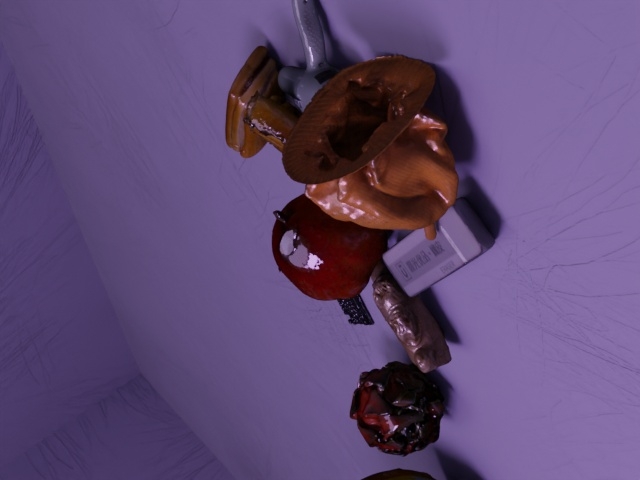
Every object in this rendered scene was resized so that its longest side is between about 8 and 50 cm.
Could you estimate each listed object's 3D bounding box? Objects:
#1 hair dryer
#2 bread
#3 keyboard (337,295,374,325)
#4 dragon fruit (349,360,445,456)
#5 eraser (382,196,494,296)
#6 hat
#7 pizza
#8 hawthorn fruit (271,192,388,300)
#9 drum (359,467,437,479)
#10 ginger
[{"bbox_3d":[-0.029,-0.295,1.713,0.229,0.092,0.267,177,75,-73],"label":"hair dryer"},{"bbox_3d":[-0.110,-0.227,1.913,0.077,0.116,0.200,32,157,8],"label":"bread"},{"bbox_3d":[0.030,0.064,2.151,0.072,0.023,0.231,7,128,61],"label":"keyboard"},{"bbox_3d":[0.140,0.304,2.059,0.182,0.182,0.189,47,163,24],"label":"dragon fruit"},{"bbox_3d":[0.172,0.014,1.711,0.089,0.061,0.352,55,159,4],"label":"eraser"},{"bbox_3d":[0.098,-0.087,1.549,0.233,0.233,0.244,55,-179,-32],"label":"hat"},{"bbox_3d":[0.004,-0.135,1.813,0.251,0.074,0.287,36,-178,5],"label":"pizza"},{"bbox_3d":[0.000,0.000,1.863,0.202,0.185,0.185,27,178,-34],"label":"hawthorn fruit"},{"bbox_3d":[0.171,0.665,2.172,0.214,0.431,0.431,15,135,59],"label":"drum"},{"bbox_3d":[0.139,0.115,1.880,0.213,0.074,0.137,63,-171,3],"label":"ginger"}]
